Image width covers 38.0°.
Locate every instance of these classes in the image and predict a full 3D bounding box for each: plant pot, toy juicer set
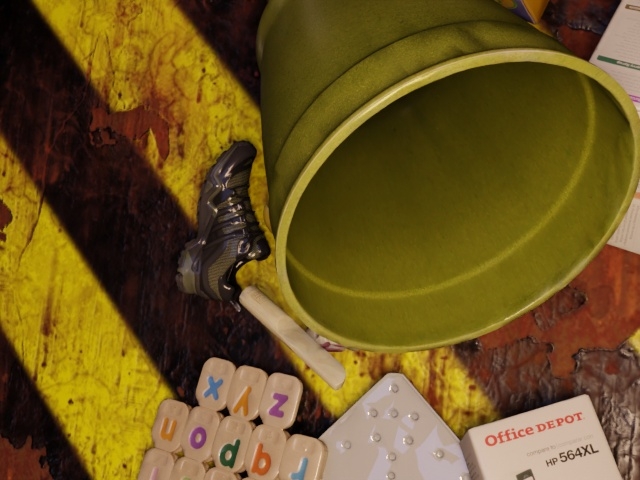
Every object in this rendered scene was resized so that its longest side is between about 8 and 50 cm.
[{"bbox_3d":[0.084,-0.134,0.989,0.366,0.366,0.353,-37,45,14],"label":"plant pot"},{"bbox_3d":[0.000,0.000,1.146,0.209,0.089,0.329,16,63,27],"label":"toy juicer set"}]

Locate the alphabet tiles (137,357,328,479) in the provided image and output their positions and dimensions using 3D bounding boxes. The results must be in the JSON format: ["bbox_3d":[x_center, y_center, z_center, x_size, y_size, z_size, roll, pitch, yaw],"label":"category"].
[{"bbox_3d":[-0.122,0.302,1.222,0.284,0.021,0.278,7,76,35],"label":"alphabet tiles"}]

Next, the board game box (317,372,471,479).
[{"bbox_3d":[0.087,0.431,1.145,0.390,0.050,0.390,-45,70,11],"label":"board game box"}]

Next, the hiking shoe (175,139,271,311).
[{"bbox_3d":[-0.112,-0.021,1.273,0.114,0.086,0.227,20,97,9],"label":"hiking shoe"}]

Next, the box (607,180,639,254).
[{"bbox_3d":[0.382,-0.056,1.034,0.170,0.091,0.130,19,56,23],"label":"box"}]

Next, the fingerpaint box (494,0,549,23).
[{"bbox_3d":[0.132,-0.520,1.138,0.445,0.163,0.371,28,92,27],"label":"fingerpaint box"}]

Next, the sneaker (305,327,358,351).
[{"bbox_3d":[0.087,0.081,1.169,0.236,0.095,0.104,-6,74,22],"label":"sneaker"}]

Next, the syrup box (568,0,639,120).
[{"bbox_3d":[0.356,-0.193,1.028,0.096,0.093,0.237,21,58,23],"label":"syrup box"}]

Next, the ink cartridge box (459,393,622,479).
[{"bbox_3d":[0.259,0.292,1.036,0.148,0.086,0.203,-16,69,-4],"label":"ink cartridge box"}]
